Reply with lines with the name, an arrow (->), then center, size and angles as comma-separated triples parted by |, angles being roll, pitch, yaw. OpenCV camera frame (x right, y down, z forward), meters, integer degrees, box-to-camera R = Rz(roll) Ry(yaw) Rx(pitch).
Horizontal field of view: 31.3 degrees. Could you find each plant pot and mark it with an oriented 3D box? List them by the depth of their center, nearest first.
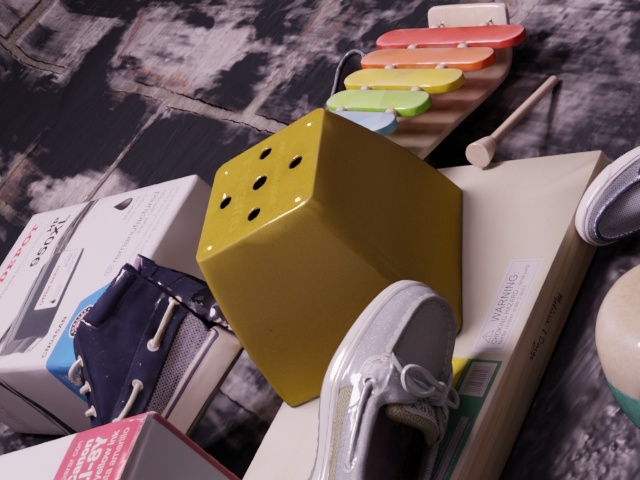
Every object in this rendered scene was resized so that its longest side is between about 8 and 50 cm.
plant pot -> 0.000, 0.000, 1.126 | 0.212, 0.187, 0.212 | -27, 35, 29

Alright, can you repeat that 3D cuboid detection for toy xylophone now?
toy xylophone -> 0.127, -0.168, 1.293 | 0.236, 0.081, 0.322 | 1, 35, 35

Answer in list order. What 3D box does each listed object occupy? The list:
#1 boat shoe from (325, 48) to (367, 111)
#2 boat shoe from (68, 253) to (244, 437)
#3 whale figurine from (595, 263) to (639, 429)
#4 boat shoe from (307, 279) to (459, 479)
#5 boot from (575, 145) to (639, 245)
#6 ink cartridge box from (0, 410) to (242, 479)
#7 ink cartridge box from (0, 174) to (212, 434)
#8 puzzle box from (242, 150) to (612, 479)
boat shoe -> 0.046, -0.128, 1.409 | 0.108, 0.102, 0.301 | -25, 36, 32
boat shoe -> -0.211, 0.174, 1.225 | 0.340, 0.158, 0.127 | -58, -2, 12
whale figurine -> 0.331, 0.061, 0.838 | 0.272, 0.141, 0.216 | -33, 23, -29
boat shoe -> 0.054, 0.182, 0.924 | 0.103, 0.118, 0.320 | 0, 57, 43
boot -> 0.319, -0.052, 1.013 | 0.190, 0.069, 0.086 | -41, 28, 5
ink cartridge box -> -0.209, 0.320, 1.009 | 0.385, 0.279, 0.160 | -21, 38, 36
ink cartridge box -> -0.287, 0.095, 1.487 | 0.395, 0.166, 0.285 | -9, 46, 46
puzzle box -> 0.108, 0.093, 1.118 | 0.272, 0.052, 0.409 | -2, 52, 50
